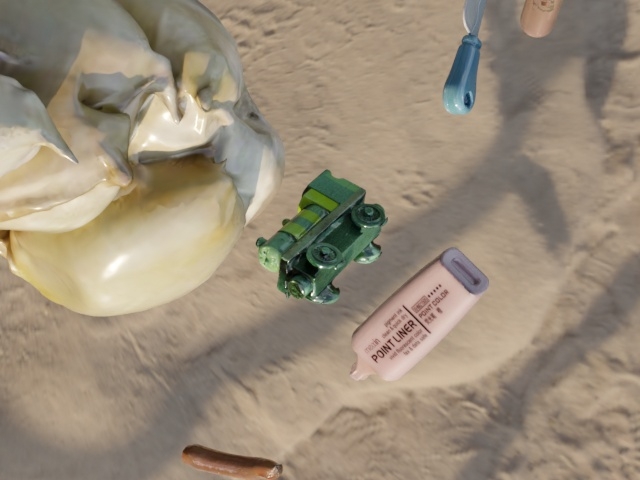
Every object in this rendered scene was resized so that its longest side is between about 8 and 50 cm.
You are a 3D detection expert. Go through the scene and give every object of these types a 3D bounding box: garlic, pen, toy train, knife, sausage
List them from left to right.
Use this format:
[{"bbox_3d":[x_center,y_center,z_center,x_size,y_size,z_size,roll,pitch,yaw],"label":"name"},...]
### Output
[{"bbox_3d":[-0.134,-0.067,0.656,0.281,0.203,0.184,24,64,-41],"label":"garlic"},{"bbox_3d":[-0.143,0.360,2.012,0.177,0.040,0.047,7,126,22],"label":"sausage"},{"bbox_3d":[0.000,-0.001,1.639,0.132,0.083,0.200,29,43,21],"label":"toy train"},{"bbox_3d":[0.064,0.067,0.952,0.053,0.197,0.032,44,53,5],"label":"pen"},{"bbox_3d":[0.195,-0.279,1.583,0.058,0.032,0.244,20,80,-51],"label":"knife"}]

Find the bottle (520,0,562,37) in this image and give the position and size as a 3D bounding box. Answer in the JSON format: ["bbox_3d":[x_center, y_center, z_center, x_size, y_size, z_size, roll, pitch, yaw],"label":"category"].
[{"bbox_3d":[0.329,-0.359,1.817,0.053,0.140,0.053,2,58,-3],"label":"bottle"}]
